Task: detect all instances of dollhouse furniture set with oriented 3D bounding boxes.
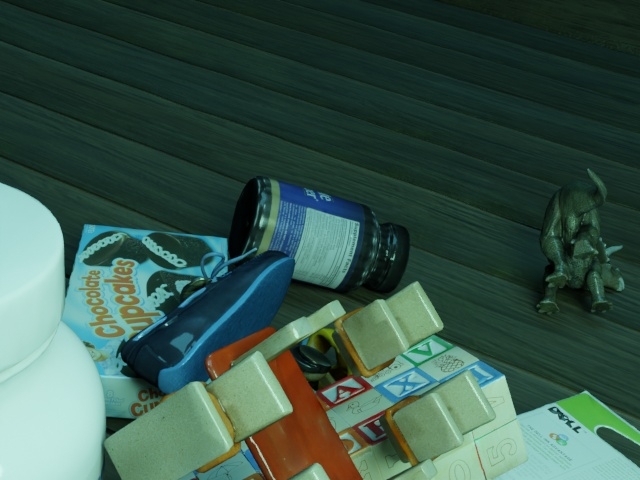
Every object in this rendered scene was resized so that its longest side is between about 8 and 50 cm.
[{"bbox_3d":[0.010,0.177,0.653,0.262,0.135,0.259,-18,76,-55],"label":"dollhouse furniture set"}]

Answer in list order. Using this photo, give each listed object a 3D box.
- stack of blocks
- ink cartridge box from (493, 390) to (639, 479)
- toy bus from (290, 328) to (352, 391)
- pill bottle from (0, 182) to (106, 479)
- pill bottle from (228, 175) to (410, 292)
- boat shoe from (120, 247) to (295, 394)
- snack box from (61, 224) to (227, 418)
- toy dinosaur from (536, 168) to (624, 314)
[{"bbox_3d":[0.003,0.189,0.853,0.297,0.087,0.171,-24,19,-15],"label":"stack of blocks"},{"bbox_3d":[0.222,0.257,0.932,0.255,0.097,0.189,-10,33,-34],"label":"ink cartridge box"},{"bbox_3d":[0.020,0.142,1.051,0.191,0.104,0.202,23,20,5],"label":"toy bus"},{"bbox_3d":[-0.251,0.173,0.613,0.229,0.407,0.229,7,28,-4],"label":"pill bottle"},{"bbox_3d":[0.000,0.000,1.296,0.219,0.122,0.123,15,25,-19],"label":"pill bottle"},{"bbox_3d":[-0.113,0.065,1.057,0.089,0.109,0.258,21,26,19],"label":"boat shoe"},{"bbox_3d":[-0.203,0.088,1.155,0.187,0.060,0.322,6,28,-9],"label":"snack box"},{"bbox_3d":[0.339,-0.002,1.338,0.121,0.313,0.160,-11,48,18],"label":"toy dinosaur"}]
